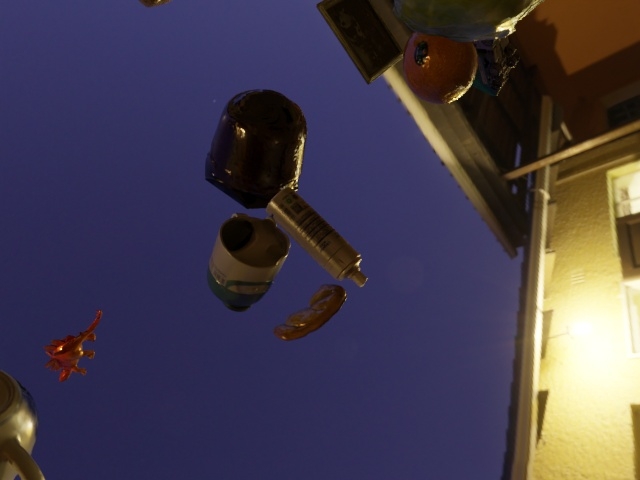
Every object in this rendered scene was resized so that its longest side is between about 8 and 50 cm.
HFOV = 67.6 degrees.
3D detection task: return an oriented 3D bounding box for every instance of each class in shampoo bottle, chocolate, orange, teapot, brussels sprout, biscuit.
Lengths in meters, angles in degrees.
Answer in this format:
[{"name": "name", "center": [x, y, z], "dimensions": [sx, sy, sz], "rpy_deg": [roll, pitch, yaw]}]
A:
[{"name": "shampoo bottle", "center": [0.000, 0.000, 1.183], "dimensions": [0.303, 0.092, 0.092], "rpy_deg": [44, -139, 9]}, {"name": "chocolate", "center": [-0.212, -0.359, 1.716], "dimensions": [0.384, 0.331, 0.383], "rpy_deg": [9, -126, -12]}, {"name": "orange", "center": [0.304, -0.457, 1.225], "dimensions": [0.206, 0.206, 0.205], "rpy_deg": [21, -121, -40]}, {"name": "teapot", "center": [-0.667, 0.380, 0.875], "dimensions": [0.424, 0.279, 0.252], "rpy_deg": [30, -161, 9]}, {"name": "brussels sprout", "center": [0.287, -0.503, 0.895], "dimensions": [0.328, 0.247, 0.327], "rpy_deg": [2, -130, -2]}, {"name": "biscuit", "center": [-0.029, 0.265, 1.739], "dimensions": [0.299, 0.154, 0.045], "rpy_deg": [-41, -56, -19]}]

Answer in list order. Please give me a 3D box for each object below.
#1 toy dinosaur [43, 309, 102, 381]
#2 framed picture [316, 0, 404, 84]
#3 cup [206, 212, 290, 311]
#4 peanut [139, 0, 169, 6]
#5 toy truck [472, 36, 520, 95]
[{"name": "toy dinosaur", "center": [-0.648, 0.282, 1.231], "dimensions": [0.117, 0.288, 0.070], "rpy_deg": [0, -135, -46]}, {"name": "framed picture", "center": [0.144, -0.690, 1.571], "dimensions": [0.232, 0.019, 0.296], "rpy_deg": [-46, -74, -29]}, {"name": "cup", "center": [-0.248, 0.047, 1.529], "dimensions": [0.219, 0.257, 0.289], "rpy_deg": [2, -133, -29]}, {"name": "peanut", "center": [-0.366, -0.608, 1.089], "dimensions": [0.141, 0.159, 0.109], "rpy_deg": [7, -138, -57]}, {"name": "toy truck", "center": [0.494, -0.541, 1.394], "dimensions": [0.114, 0.124, 0.253], "rpy_deg": [-56, -43, -13]}]
